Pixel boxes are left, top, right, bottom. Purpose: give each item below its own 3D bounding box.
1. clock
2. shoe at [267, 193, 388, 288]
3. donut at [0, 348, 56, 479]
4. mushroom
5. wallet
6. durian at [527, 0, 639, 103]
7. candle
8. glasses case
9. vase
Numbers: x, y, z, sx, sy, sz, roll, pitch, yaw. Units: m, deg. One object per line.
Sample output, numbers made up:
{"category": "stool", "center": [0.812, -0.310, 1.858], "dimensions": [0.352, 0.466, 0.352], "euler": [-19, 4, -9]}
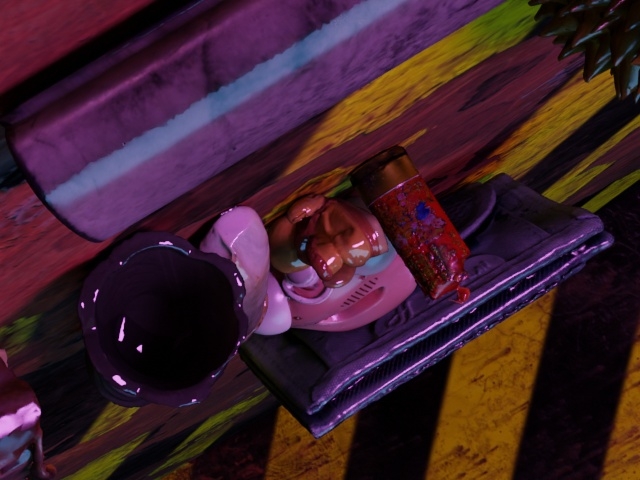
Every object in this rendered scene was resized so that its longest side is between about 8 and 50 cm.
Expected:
{"category": "clock", "center": [0.014, 0.028, 1.305], "dimensions": [0.166, 0.092, 0.162], "euler": [-32, 169, 19]}
{"category": "shoe", "center": [0.000, -0.002, 1.153], "dimensions": [0.069, 0.072, 0.109], "euler": [-32, -142, -24]}
{"category": "donut", "center": [-0.282, 0.145, 0.842], "dimensions": [0.259, 0.136, 0.345], "euler": [-26, 170, -14]}
{"category": "mushroom", "center": [-0.069, 0.031, 1.135], "dimensions": [0.084, 0.071, 0.209], "euler": [-33, 170, -17]}
{"category": "wallet", "center": [0.087, 0.043, 1.464], "dimensions": [0.342, 0.075, 0.237], "euler": [-32, -157, -10]}
{"category": "durian", "center": [0.216, -0.142, 0.813], "dimensions": [0.166, 0.172, 0.306], "euler": [-55, 160, 4]}
{"category": "candle", "center": [0.076, -0.007, 1.162], "dimensions": [0.052, 0.130, 0.052], "euler": [-31, 174, -4]}
{"category": "glasses case", "center": [0.014, -0.100, 0.633], "dimensions": [0.299, 0.060, 0.114], "euler": [-31, 169, 3]}
{"category": "vase", "center": [-0.122, 0.069, 1.058], "dimensions": [0.115, 0.115, 0.237], "euler": [-28, 177, -16]}
